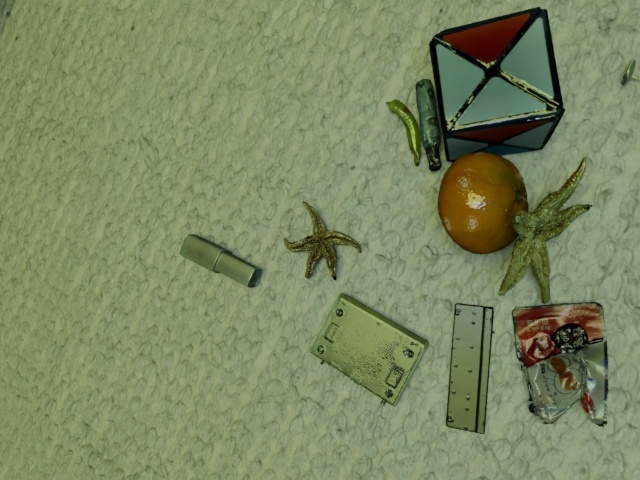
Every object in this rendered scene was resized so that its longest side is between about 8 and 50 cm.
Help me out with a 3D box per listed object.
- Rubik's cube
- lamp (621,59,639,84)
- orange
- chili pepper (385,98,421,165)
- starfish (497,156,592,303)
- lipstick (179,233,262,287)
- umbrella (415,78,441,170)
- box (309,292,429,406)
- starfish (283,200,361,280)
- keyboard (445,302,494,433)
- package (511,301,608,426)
[{"bbox_3d":[0.400,-0.344,1.011,0.250,0.246,0.248,-6,83,18],"label":"Rubik's cube"},{"bbox_3d":[0.794,-0.354,0.980,0.198,0.056,0.050,25,90,17],"label":"lamp"},{"bbox_3d":[0.380,-0.086,0.999,0.171,0.240,0.240,-2,83,44],"label":"orange"},{"bbox_3d":[0.241,-0.305,1.171,0.049,0.043,0.208,-21,76,-9],"label":"chili pepper"},{"bbox_3d":[0.473,-0.023,0.928,0.078,0.358,0.347,30,91,46],"label":"starfish"},{"bbox_3d":[-0.298,0.062,1.302,0.253,0.079,0.077,23,91,19],"label":"lipstick"},{"bbox_3d":[0.289,-0.307,1.149,0.052,0.053,0.250,-8,83,18],"label":"umbrella"},{"bbox_3d":[0.123,0.290,1.149,0.270,0.045,0.211,30,93,19],"label":"box"},{"bbox_3d":[0.002,0.001,1.217,0.213,0.057,0.238,-12,84,10],"label":"starfish"},{"bbox_3d":[0.374,0.316,1.072,0.101,0.018,0.309,4,86,21],"label":"keyboard"},{"bbox_3d":[0.559,0.282,0.992,0.194,0.071,0.269,-7,69,16],"label":"package"}]
